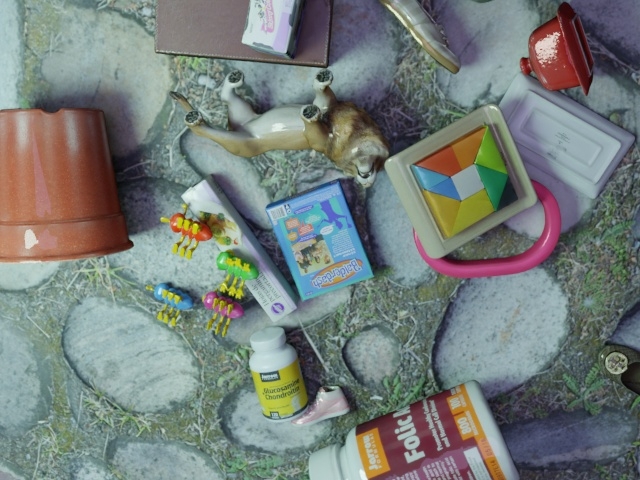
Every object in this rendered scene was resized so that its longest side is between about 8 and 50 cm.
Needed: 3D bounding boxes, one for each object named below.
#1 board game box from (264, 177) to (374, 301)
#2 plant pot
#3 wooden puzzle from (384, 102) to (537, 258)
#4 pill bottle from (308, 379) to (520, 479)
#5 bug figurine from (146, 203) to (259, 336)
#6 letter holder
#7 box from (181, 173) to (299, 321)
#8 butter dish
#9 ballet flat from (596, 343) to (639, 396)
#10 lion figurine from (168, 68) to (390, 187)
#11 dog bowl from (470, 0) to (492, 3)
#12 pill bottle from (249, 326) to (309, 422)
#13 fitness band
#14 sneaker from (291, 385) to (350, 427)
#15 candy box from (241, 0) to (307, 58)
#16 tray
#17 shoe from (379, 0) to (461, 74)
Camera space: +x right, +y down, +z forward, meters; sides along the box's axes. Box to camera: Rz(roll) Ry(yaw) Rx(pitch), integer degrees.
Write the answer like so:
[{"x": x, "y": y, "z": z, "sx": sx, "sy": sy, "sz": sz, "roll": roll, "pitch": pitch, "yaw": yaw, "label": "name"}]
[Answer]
[{"x": 0.000, "y": 0.000, "z": 1.399, "sx": 0.160, "sy": 0.047, "sz": 0.210, "roll": -19, "pitch": 104, "yaw": 6, "label": "board game box"}, {"x": -0.499, "y": -0.109, "z": 1.286, "sx": 0.272, "sy": 0.272, "sz": 0.265, "roll": -2, "pitch": 98, "yaw": 2, "label": "plant pot"}, {"x": 0.269, "y": -0.107, "z": 1.289, "sx": 0.238, "sy": 0.044, "sz": 0.221, "roll": -28, "pitch": 106, "yaw": 0, "label": "wooden puzzle"}, {"x": 0.189, "y": 0.463, "z": 1.434, "sx": 0.392, "sy": 0.224, "sz": 0.224, "roll": -24, "pitch": 104, "yaw": 8, "label": "pill bottle"}, {"x": -0.237, "y": 0.069, "z": 1.378, "sx": 0.216, "sy": 0.072, "sz": 0.279, "roll": 27, "pitch": 126, "yaw": 5, "label": "bug figurine"}, {"x": -0.127, "y": -0.429, "z": 1.230, "sx": 0.301, "sy": 0.152, "sz": 0.215, "roll": 5, "pitch": 104, "yaw": 0, "label": "letter holder"}, {"x": -0.159, "y": 0.017, "z": 1.399, "sx": 0.063, "sy": 0.067, "sz": 0.324, "roll": -32, "pitch": 103, "yaw": 11, "label": "box"}, {"x": 0.423, "y": -0.337, "z": 1.257, "sx": 0.118, "sy": 0.160, "sz": 0.160, "roll": -16, "pitch": 106, "yaw": 30, "label": "butter dish"}, {"x": 0.694, "y": 0.306, "z": 1.460, "sx": 0.250, "sy": 0.058, "sz": 0.084, "roll": 37, "pitch": 103, "yaw": -8, "label": "ballet flat"}, {"x": -0.066, "y": -0.208, "z": 1.293, "sx": 0.392, "sy": 0.240, "sz": 0.142, "roll": 9, "pitch": 73, "yaw": 15, "label": "lion figurine"}, {"x": 0.269, "y": -0.564, "z": 1.091, "sx": 0.102, "sy": 0.349, "sz": 0.349, "roll": -18, "pitch": 105, "yaw": -6, "label": "dog bowl"}, {"x": -0.092, "y": 0.281, "z": 1.453, "sx": 0.103, "sy": 0.103, "sz": 0.184, "roll": -12, "pitch": 105, "yaw": 5, "label": "pill bottle"}, {"x": 0.332, "y": -0.029, "z": 1.382, "sx": 0.290, "sy": 0.054, "sz": 0.209, "roll": -4, "pitch": 108, "yaw": 4, "label": "fitness band"}, {"x": -0.008, "y": 0.356, "z": 1.500, "sx": 0.134, "sy": 0.051, "sz": 0.070, "roll": -18, "pitch": 103, "yaw": 3, "label": "sneaker"}, {"x": -0.061, "y": -0.373, "z": 1.065, "sx": 0.070, "sy": 0.196, "sz": 0.165, "roll": 14, "pitch": 102, "yaw": -1, "label": "candy box"}, {"x": 0.466, "y": -0.201, "z": 1.338, "sx": 0.270, "sy": 0.030, "sz": 0.145, "roll": 28, "pitch": 106, "yaw": -6, "label": "tray"}, {"x": 0.189, "y": -0.398, "z": 1.266, "sx": 0.219, "sy": 0.076, "sz": 0.058, "roll": 45, "pitch": 107, "yaw": -8, "label": "shoe"}]
